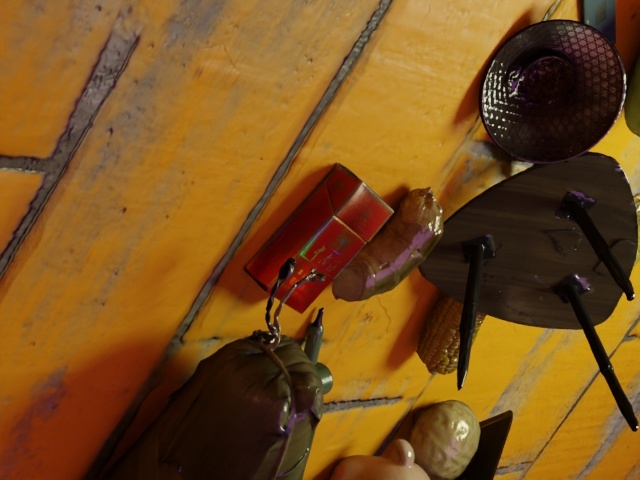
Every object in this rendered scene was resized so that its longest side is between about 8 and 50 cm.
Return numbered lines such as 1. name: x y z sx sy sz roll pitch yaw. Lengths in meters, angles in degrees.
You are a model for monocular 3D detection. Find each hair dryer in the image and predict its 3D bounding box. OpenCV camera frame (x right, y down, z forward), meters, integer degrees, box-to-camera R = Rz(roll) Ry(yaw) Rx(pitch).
1. hair dryer: -0.011 0.153 1.807 0.071 0.047 0.150 -16 132 -40

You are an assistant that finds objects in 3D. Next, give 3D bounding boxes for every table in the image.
1. table: 0.317 0.073 1.767 0.317 0.249 0.317 -2 130 -2

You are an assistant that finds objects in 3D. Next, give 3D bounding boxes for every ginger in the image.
1. ginger: 0.092 0.013 1.742 0.190 0.069 0.095 -48 128 3

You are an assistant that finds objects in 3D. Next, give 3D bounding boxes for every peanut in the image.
1. peanut: 0.208 0.333 2.231 0.140 0.109 0.159 -50 148 7

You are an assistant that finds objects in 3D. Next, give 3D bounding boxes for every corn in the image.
1. corn: 0.208 0.104 1.991 0.080 0.080 0.238 -12 132 -45

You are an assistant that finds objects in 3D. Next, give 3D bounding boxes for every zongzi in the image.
1. zongzi: -0.165 0.251 1.580 0.418 0.181 0.447 -20 147 -27

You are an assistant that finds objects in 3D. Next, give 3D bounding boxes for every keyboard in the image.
1. keyboard: 0.365 -0.302 1.768 0.055 0.014 0.176 -40 149 -11

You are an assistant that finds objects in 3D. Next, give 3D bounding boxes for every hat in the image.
1. hat: 0.288 -0.200 1.737 0.193 0.082 0.193 -4 114 -9

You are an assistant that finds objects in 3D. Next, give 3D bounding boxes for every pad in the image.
1. pad: 0.203 0.467 2.308 0.315 0.063 0.375 125 -12 -70

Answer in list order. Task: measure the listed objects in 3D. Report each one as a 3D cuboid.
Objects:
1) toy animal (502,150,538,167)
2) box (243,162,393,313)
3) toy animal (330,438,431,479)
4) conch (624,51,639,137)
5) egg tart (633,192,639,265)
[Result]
1. toy animal: 0.326 -0.117 1.872 0.095 0.219 0.155 -60 -170 -11
2. box: 0.001 0.001 1.629 0.175 0.048 0.112 -49 150 3
3. toy animal: 0.094 0.458 2.143 0.229 0.210 0.221 -19 148 21
4. conch: 0.502 -0.220 1.917 0.143 0.137 0.250 -37 148 -15
5. egg tart: 0.466 -0.006 2.177 0.212 0.090 0.212 -33 150 -22
